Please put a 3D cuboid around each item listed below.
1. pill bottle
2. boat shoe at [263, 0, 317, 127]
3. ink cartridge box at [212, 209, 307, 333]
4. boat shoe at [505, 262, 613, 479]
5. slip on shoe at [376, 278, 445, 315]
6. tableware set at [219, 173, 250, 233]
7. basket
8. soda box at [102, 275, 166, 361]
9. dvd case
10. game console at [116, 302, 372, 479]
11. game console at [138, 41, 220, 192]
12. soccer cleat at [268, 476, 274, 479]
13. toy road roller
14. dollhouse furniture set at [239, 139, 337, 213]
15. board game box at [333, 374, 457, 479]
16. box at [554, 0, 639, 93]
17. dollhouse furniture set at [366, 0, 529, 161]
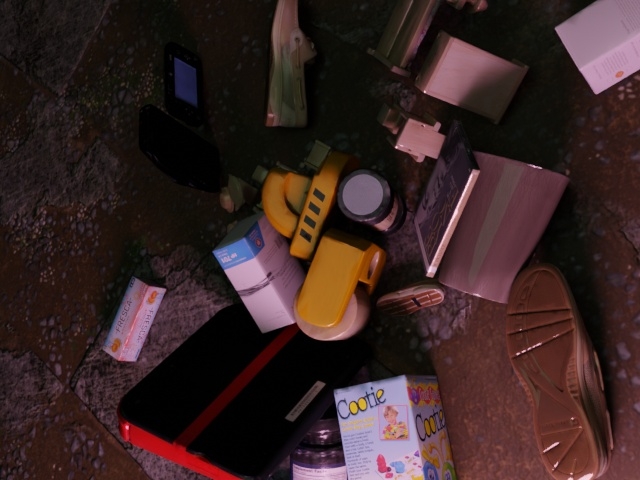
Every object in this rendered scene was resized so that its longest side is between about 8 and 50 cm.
[{"bbox_3d":[0.007,0.413,1.417,0.122,0.122,0.219,0,94,31],"label":"pill bottle"},{"bbox_3d":[-0.059,-0.380,1.652,0.098,0.109,0.303,4,81,-8],"label":"boat shoe"},{"bbox_3d":[-0.104,0.057,1.517,0.082,0.140,0.191,-21,107,25],"label":"ink cartridge box"},{"bbox_3d":[0.382,0.206,1.265,0.121,0.110,0.341,-16,76,40],"label":"boat shoe"},{"bbox_3d":[0.166,0.100,1.455,0.135,0.051,0.041,-22,30,34],"label":"slip on shoe"},{"bbox_3d":[-0.171,-0.052,1.638,0.141,0.020,0.169,-12,92,63],"label":"tableware set"},{"bbox_3d":[0.290,-0.021,1.341,0.204,0.154,0.227,23,97,47],"label":"basket"},{"bbox_3d":[-0.415,0.175,1.776,0.063,0.058,0.183,26,94,32],"label":"soda box"},{"bbox_3d":[0.209,-0.072,1.363,0.165,0.018,0.221,-95,19,-53],"label":"dvd case"},{"bbox_3d":[-0.139,0.264,1.445,0.341,0.386,0.060,16,129,29],"label":"game console"},{"bbox_3d":[-0.302,-0.279,1.714,0.044,0.213,0.362,-22,59,26],"label":"game console"},{"bbox_3d":[-0.061,0.511,1.499,0.196,0.068,0.076,33,95,34],"label":"soccer cleat"},{"bbox_3d":[0.000,0.000,1.446,0.240,0.202,0.330,18,88,16],"label":"toy road roller"},{"bbox_3d":[-0.090,-0.144,1.615,0.161,0.101,0.182,31,97,31],"label":"dollhouse furniture set"},{"bbox_3d":[0.136,0.378,1.358,0.144,0.142,0.275,-17,73,28],"label":"board game box"},{"bbox_3d":[0.489,-0.335,1.288,0.170,0.130,0.091,-30,68,22],"label":"box"},{"bbox_3d":[0.209,-0.342,1.512,0.303,0.173,0.355,-64,28,20],"label":"dollhouse furniture set"}]
